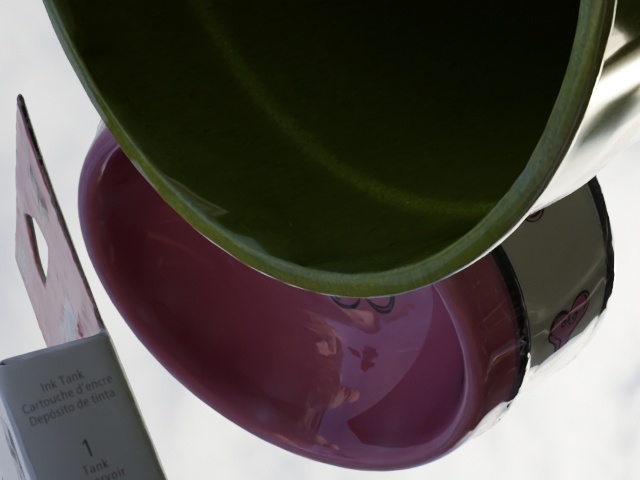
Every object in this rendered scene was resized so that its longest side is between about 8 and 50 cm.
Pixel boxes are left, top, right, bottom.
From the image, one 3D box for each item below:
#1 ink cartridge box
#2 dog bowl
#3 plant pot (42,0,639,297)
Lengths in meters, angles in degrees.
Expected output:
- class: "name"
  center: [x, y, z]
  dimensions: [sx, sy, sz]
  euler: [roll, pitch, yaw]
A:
- class: "ink cartridge box"
  center: [-0.133, 0.087, 0.977]
  dimensions: [0.060, 0.275, 0.238]
  euler: [-20, -102, -14]
- class: "dog bowl"
  center: [0.000, 0.000, 1.455]
  dimensions: [0.150, 0.408, 0.408]
  euler: [-52, -50, -37]
- class: "plant pot"
  center: [0.104, -0.202, 0.870]
  dimensions: [0.353, 0.366, 0.366]
  euler: [-21, -68, -36]
